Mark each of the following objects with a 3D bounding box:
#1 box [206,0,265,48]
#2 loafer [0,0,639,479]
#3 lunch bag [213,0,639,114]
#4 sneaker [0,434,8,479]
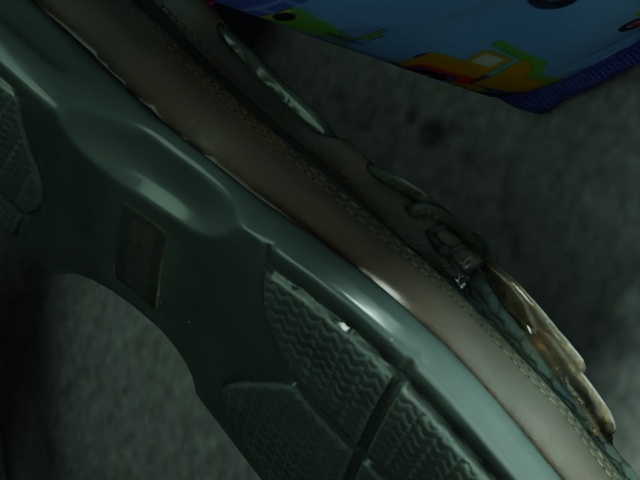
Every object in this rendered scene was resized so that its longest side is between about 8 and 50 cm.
[{"bbox_3d":[-0.122,-0.154,0.573,0.247,0.142,0.163,34,104,44],"label":"box"},{"bbox_3d":[0.000,0.000,0.418,0.267,0.084,0.096,42,148,9],"label":"loafer"},{"bbox_3d":[0.030,-0.200,0.383,0.138,0.221,0.293,-9,75,41],"label":"lunch bag"},{"bbox_3d":[-0.119,0.084,0.544,0.153,0.101,0.268,9,92,43],"label":"sneaker"}]
